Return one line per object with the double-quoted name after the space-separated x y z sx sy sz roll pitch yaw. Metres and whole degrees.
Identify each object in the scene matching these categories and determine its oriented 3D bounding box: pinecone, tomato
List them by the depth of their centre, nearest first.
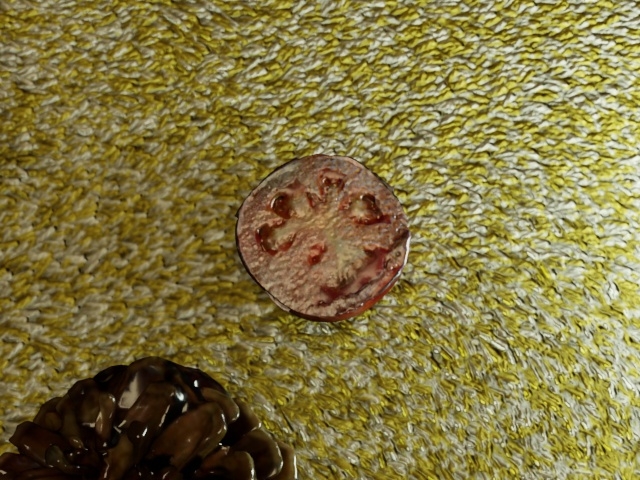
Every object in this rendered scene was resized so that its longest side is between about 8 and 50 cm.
-0.212 0.325 1.677 0.398 0.398 0.397 1 76 -3 "pinecone"
0.002 0.001 1.910 0.225 0.085 0.225 0 74 0 "tomato"
